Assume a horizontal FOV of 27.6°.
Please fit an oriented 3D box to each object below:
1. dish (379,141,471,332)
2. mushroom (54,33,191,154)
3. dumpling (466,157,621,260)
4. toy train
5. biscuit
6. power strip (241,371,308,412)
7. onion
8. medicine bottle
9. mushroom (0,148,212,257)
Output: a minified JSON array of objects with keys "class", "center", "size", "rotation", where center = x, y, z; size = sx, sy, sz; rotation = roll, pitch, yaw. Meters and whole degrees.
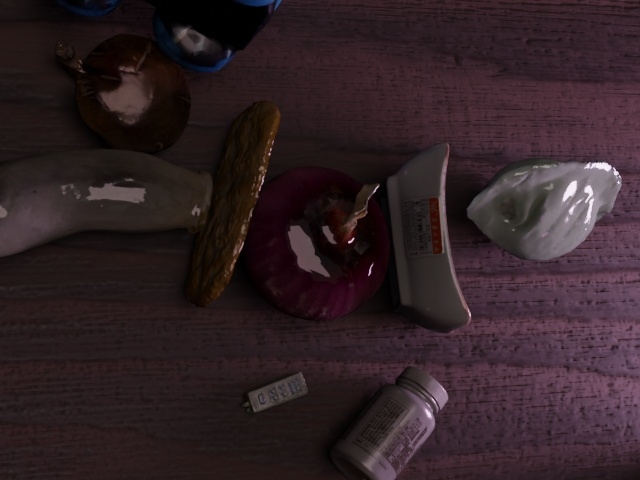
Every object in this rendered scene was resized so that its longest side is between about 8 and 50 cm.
[{"class":"dish","center":[0.116,0.003,1.518],"size":[0.077,0.151,0.212],"rotation":[-6,82,-2]},{"class":"mushroom","center":[-0.220,-0.172,1.453],"size":[0.171,0.080,0.135],"rotation":[29,62,-17]},{"class":"dumpling","center":[0.267,-0.053,1.589],"size":[0.219,0.108,0.152],"rotation":[9,113,-43]},{"class":"toy train","center":[-0.161,-0.356,1.438],"size":[0.300,0.188,0.265],"rotation":[26,54,-15]},{"class":"biscuit","center":[-0.100,-0.043,1.453],"size":[0.029,0.118,0.247],"rotation":[22,73,-22]},{"class":"power strip","center":[-0.052,0.175,1.488],"size":[0.083,0.017,0.027],"rotation":[-19,86,-24]},{"class":"onion","center":[-0.005,0.003,1.467],"size":[0.177,0.153,0.177],"rotation":[-3,100,-19]},{"class":"medicine bottle","center":[0.081,0.215,1.496],"size":[0.079,0.079,0.140],"rotation":[44,69,-8]},{"class":"mushroom","center":[-0.281,-0.043,1.395],"size":[0.351,0.097,0.109],"rotation":[-8,69,-22]}]
